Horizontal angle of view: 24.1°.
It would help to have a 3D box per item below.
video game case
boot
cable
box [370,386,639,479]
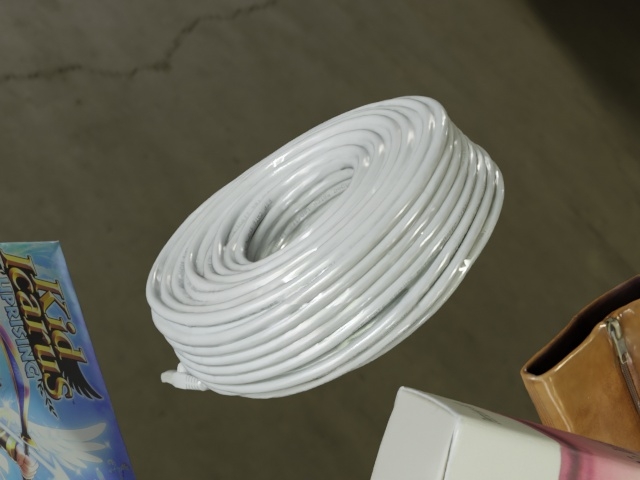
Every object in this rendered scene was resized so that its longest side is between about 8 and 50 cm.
[{"bbox_3d":[-0.253,0.132,1.097,0.244,0.061,0.270,0,66,-58],"label":"video game case"},{"bbox_3d":[0.199,0.199,1.039,0.096,0.264,0.280,24,-37,52],"label":"boot"},{"bbox_3d":[0.000,0.000,1.042,0.257,0.257,0.089,-47,114,-21],"label":"cable"},{"bbox_3d":[0.140,0.162,0.699,0.232,0.127,0.148,17,-2,-7],"label":"box"}]
